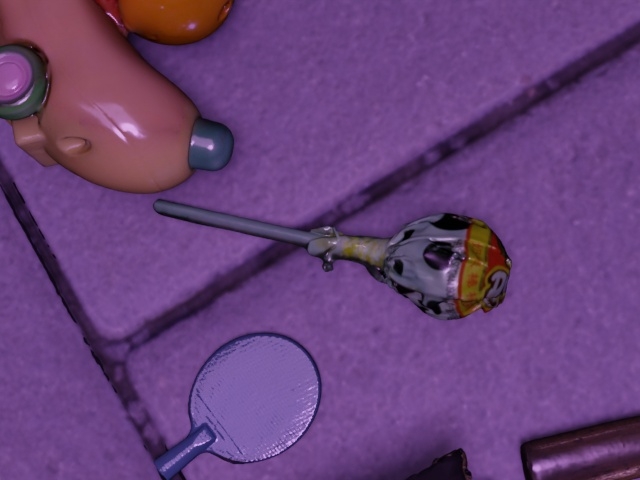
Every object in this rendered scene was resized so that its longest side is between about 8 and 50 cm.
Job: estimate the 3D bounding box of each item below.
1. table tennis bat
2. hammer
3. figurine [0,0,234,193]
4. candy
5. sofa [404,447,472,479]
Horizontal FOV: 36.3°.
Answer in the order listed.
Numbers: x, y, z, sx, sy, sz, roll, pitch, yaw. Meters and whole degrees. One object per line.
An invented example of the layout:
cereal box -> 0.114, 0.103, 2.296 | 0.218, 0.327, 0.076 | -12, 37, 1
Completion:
table tennis bat -> -0.070, 0.141, 0.797 | 0.155, 0.019, 0.100 | -39, 79, -3
hammer -> 0.371, 0.128, 0.738 | 0.440, 0.044, 0.168 | -15, 81, 3
figurine -> -0.171, -0.193, 0.810 | 0.222, 0.124, 0.324 | -15, 76, 4
candy -> 0.000, 0.000, 0.787 | 0.306, 0.091, 0.083 | 12, 92, 15
sofa -> 0.043, 0.296, 0.710 | 0.258, 0.182, 0.200 | -22, 62, 2
